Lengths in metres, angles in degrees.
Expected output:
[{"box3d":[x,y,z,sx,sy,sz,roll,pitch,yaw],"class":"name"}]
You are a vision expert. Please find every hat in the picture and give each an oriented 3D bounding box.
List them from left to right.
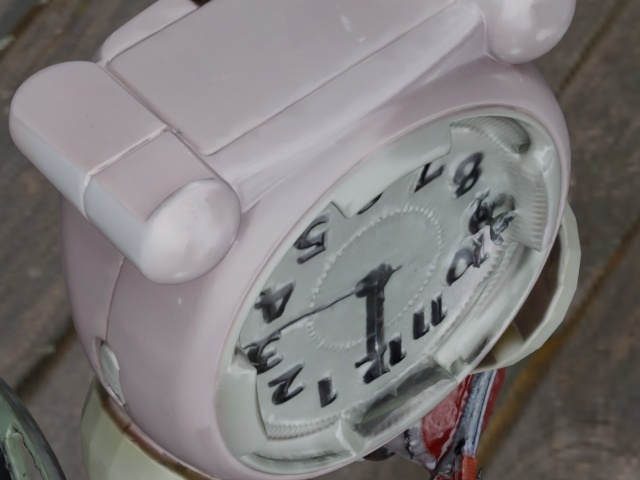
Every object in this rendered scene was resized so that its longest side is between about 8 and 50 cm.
[{"box3d":[0.026,0.087,1.344,0.129,0.227,0.140,-10,111,-55],"class":"hat"}]

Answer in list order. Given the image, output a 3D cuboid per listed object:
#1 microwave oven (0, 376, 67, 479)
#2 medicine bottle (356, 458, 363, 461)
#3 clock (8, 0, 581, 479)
[{"box3d":[-0.342,0.292,1.326,0.247,0.333,0.394,9,47,-43],"class":"microwave oven"},{"box3d":[0.019,0.203,2.037,0.083,0.047,0.047,27,71,-40],"class":"medicine bottle"},{"box3d":[0.000,0.000,1.083,0.342,0.184,0.326,-30,138,-18],"class":"clock"}]
